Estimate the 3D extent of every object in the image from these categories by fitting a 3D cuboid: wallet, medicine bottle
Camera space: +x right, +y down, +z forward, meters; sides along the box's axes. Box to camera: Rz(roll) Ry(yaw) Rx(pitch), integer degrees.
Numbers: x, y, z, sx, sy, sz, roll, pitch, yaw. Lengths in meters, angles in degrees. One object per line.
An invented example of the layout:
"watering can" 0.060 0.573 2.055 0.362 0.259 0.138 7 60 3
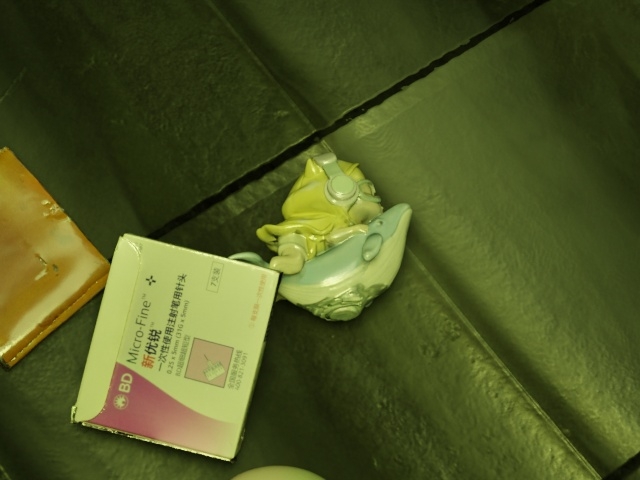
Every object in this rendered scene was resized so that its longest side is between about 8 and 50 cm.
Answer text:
"wallet" -0.331 0.017 1.566 0.161 0.042 0.195 -42 78 -18
"medicine bottle" -0.142 0.107 1.490 0.171 0.052 0.201 15 93 2

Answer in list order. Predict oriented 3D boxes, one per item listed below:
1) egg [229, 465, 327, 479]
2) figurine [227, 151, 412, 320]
"egg" -0.037 0.271 1.448 0.135 0.103 0.103 10 64 0
"figurine" 0.000 0.000 1.571 0.208 0.128 0.184 -15 66 -9
